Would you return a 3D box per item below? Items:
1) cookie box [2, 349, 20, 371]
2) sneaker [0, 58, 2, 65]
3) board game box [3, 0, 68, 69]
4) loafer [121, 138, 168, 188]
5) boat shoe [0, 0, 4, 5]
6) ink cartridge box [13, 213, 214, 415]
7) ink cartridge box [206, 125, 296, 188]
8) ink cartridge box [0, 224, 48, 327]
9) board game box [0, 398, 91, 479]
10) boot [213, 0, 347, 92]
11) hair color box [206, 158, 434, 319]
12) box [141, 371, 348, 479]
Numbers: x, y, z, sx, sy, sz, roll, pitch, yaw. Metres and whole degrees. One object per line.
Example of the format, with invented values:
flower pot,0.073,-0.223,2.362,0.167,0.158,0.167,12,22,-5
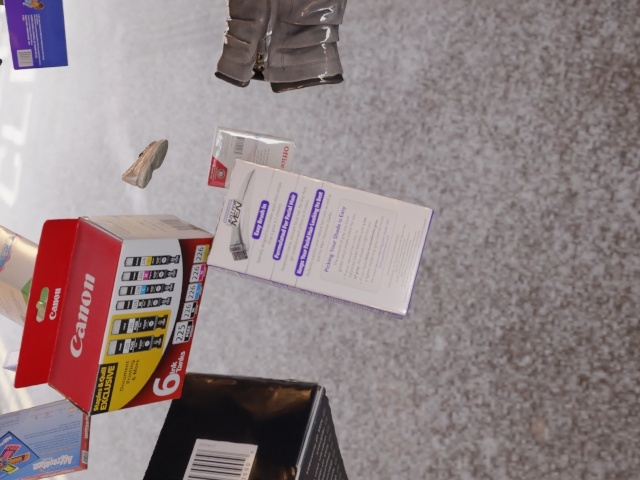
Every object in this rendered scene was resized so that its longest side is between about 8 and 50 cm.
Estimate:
cookie box,-0.622,0.267,2.137,0.107,0.092,0.040,-14,58,53
sneaker,-0.762,-0.441,2.140,0.077,0.178,0.072,-58,13,-9
board game box,-0.401,-0.440,1.337,0.347,0.078,0.233,102,156,-51
loafer,-0.280,-0.129,1.591,0.125,0.039,0.045,-70,-9,-52
boat shoe,-0.585,-0.475,1.625,0.113,0.103,0.302,-61,-15,2
ink cartridge box,-0.343,0.121,1.659,0.130,0.272,0.309,24,108,37
ink cartridge box,-0.151,-0.171,2.155,0.072,0.175,0.127,-123,44,-77
ink cartridge box,-0.651,0.089,2.155,0.117,0.278,0.201,-54,-20,-30
board game box,-0.569,0.399,1.942,0.281,0.027,0.145,-16,58,23
boot,0.018,-0.294,1.194,0.338,0.118,0.223,1,97,36
hair color box,0.000,0.000,1.652,0.110,0.339,0.185,88,-162,-82
box,-0.142,0.578,1.846,0.472,0.297,0.480,75,-157,-45
